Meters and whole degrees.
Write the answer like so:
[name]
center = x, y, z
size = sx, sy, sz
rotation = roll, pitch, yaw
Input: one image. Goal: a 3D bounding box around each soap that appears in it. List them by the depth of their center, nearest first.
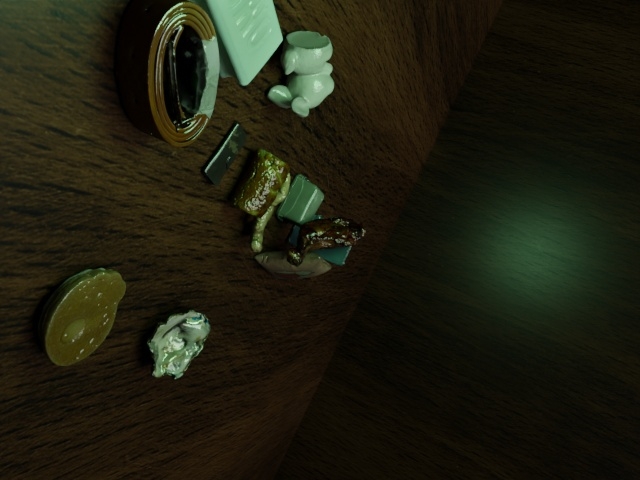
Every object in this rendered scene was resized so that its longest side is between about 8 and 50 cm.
[soap]
center = -0.172, -0.462, 0.991
size = 0.160, 0.087, 0.265
rotation = -57, 160, -18

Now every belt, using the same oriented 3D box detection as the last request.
[belt]
center = -0.272, -0.309, 0.913
size = 0.184, 0.105, 0.262
rotation = -42, 148, -41

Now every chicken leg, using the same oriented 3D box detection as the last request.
[chicken leg]
center = 0.000, 0.000, 1.627
size = 0.406, 0.157, 0.096
rotation = -21, 129, -51

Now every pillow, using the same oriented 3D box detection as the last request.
[pillow]
center = -0.089, 0.083, 1.726
size = 0.223, 0.235, 0.084
rotation = 62, 24, -73

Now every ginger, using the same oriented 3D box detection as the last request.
[ginger]
center = -0.160, -0.090, 1.492
size = 0.259, 0.065, 0.149
rotation = -69, -164, -3

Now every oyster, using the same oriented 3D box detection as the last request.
[oyster]
center = -0.393, 0.269, 1.365
size = 0.214, 0.083, 0.223
rotation = -51, 152, -40

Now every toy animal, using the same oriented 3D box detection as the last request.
[toy animal]
center = -0.046, -0.430, 1.292
size = 0.178, 0.127, 0.193
rotation = -37, 149, -47

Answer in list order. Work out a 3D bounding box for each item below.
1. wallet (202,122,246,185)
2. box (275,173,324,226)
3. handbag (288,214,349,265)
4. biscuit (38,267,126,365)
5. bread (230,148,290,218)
[wallet]
center = -0.237, -0.213, 1.244
size = 0.157, 0.018, 0.082
rotation = -59, 160, -16
[box]
center = -0.062, -0.124, 1.684
size = 0.172, 0.092, 0.124
rotation = -62, 160, -3
[handbag]
center = 0.007, -0.010, 1.810
size = 0.144, 0.221, 0.057
rotation = -66, 169, 3
[biscuit]
center = -0.491, 0.152, 1.016
size = 0.208, 0.049, 0.181
rotation = -67, 160, 10
[bread]
center = -0.164, -0.154, 1.374
size = 0.172, 0.103, 0.132
rotation = -60, 160, 2
